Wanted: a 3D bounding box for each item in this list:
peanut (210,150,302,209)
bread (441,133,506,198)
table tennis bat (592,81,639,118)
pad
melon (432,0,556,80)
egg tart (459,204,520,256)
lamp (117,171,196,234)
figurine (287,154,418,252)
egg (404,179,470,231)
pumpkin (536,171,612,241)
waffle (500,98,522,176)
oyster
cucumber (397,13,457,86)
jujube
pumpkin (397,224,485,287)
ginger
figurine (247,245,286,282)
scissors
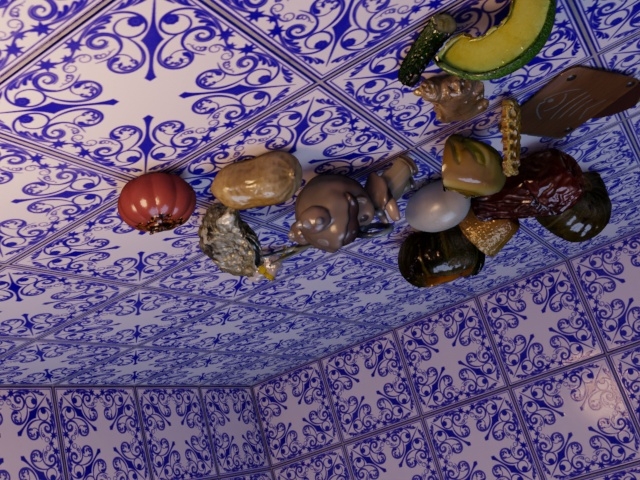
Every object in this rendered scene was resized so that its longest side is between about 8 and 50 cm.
[{"bbox_3d":[-0.149,-0.139,1.744,0.224,0.129,0.129,-17,161,-6],"label":"peanut"},{"bbox_3d":[0.412,-0.195,1.938,0.156,0.158,0.261,6,178,17],"label":"bread"},{"bbox_3d":[0.861,-0.398,2.019,0.274,0.021,0.154,-16,160,4],"label":"table tennis bat"},{"bbox_3d":[0.652,-0.360,1.944,0.284,0.018,0.286,1,153,-33],"label":"pad"},{"bbox_3d":[0.375,-0.389,1.429,0.265,0.129,0.169,-42,163,25],"label":"melon"},{"bbox_3d":[0.574,-0.062,2.481,0.147,0.202,0.203,-43,150,24],"label":"egg tart"},{"bbox_3d":[-0.377,-0.079,1.703,0.182,0.140,0.182,-13,164,-4],"label":"lamp"},{"bbox_3d":[0.089,-0.106,1.956,0.381,0.203,0.248,-26,180,-15],"label":"figurine"},{"bbox_3d":[0.351,-0.101,2.211,0.209,0.151,0.151,-26,158,31],"label":"egg"},{"bbox_3d":[0.854,-0.099,2.521,0.325,0.232,0.242,1,157,-32],"label":"pumpkin"},{"bbox_3d":[0.484,-0.259,1.861,0.046,0.191,0.161,3,179,22],"label":"waffle"},{"bbox_3d":[-0.248,-0.002,1.953,0.112,0.198,0.267,-49,138,-30],"label":"oyster"},{"bbox_3d":[0.210,-0.384,1.486,0.058,0.058,0.187,-8,160,-23],"label":"cucumber"},{"bbox_3d":[0.625,-0.156,2.244,0.342,0.216,0.216,-20,162,31],"label":"jujube"},{"bbox_3d":[0.427,0.056,2.617,0.321,0.192,0.320,-11,164,-3],"label":"pumpkin"},{"bbox_3d":[0.306,-0.333,1.675,0.137,0.074,0.213,-25,153,23],"label":"ginger"},{"bbox_3d":[-0.176,0.088,2.401,0.130,0.109,0.178,-31,174,-32],"label":"figurine"},{"bbox_3d":[0.000,0.000,2.082,0.384,0.029,0.256,-21,-159,-29],"label":"scissors"}]
